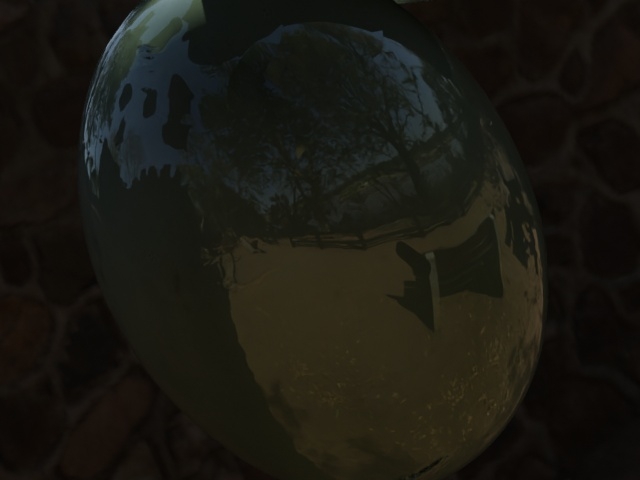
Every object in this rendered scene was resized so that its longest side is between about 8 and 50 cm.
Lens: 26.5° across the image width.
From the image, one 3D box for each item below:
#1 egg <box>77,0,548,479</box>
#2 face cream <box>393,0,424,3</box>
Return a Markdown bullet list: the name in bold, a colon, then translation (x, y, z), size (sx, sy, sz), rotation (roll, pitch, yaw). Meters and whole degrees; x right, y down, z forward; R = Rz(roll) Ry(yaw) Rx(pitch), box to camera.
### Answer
- **egg**: translation (0.000, 0.000, 0.640), size (0.203, 0.282, 0.203), rotation (-20, 28, 12)
- **face cream**: translation (-0.024, -0.167, 0.564), size (0.143, 0.089, 0.314), rotation (0, -13, 41)
